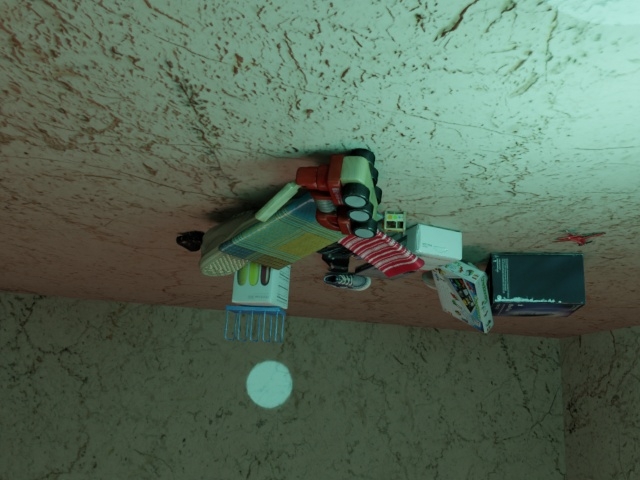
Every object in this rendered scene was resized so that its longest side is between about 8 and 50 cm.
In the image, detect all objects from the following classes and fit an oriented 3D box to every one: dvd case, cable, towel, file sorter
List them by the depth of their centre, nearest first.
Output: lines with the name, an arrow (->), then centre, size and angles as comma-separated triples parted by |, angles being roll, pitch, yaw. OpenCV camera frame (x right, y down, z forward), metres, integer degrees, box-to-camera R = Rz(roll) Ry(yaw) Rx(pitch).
towel -> -0.051, -0.030, 1.566 | 0.370, 0.040, 0.271 | -27, 152, 25
towel -> 0.155, 0.020, 1.751 | 0.275, 0.031, 0.199 | 33, 156, -17
file sorter -> -0.205, 0.266, 1.852 | 0.170, 0.105, 0.118 | 1, 168, 7
cable -> 0.067, 0.019, 1.945 | 0.184, 0.047, 0.150 | -3, 158, 32
dvd case -> 0.260, 0.109, 2.243 | 0.179, 0.030, 0.238 | 9, 164, -20

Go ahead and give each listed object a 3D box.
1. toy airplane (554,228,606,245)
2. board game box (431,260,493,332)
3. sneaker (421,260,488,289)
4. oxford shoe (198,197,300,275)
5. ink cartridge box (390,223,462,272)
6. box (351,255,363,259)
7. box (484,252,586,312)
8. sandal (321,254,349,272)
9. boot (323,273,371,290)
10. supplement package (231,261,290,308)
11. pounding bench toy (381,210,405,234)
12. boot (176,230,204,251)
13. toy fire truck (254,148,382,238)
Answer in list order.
toy airplane -> 0.751, -0.005, 1.719 | 0.151, 0.028, 0.151 | 2, 163, 1
board game box -> 0.487, 0.181, 2.028 | 0.193, 0.053, 0.305 | 28, 154, 39
sneaker -> 0.469, 0.112, 2.133 | 0.262, 0.099, 0.121 | -5, 140, 45
oxford shoe -> -0.198, -0.031, 1.676 | 0.449, 0.130, 0.169 | -29, 148, 37
ink cartridge box -> 0.311, 0.028, 1.818 | 0.158, 0.092, 0.218 | 10, 165, -20
box -> 0.161, 0.042, 2.024 | 0.136, 0.028, 0.081 | -5, 162, 34
box -> 0.737, 0.163, 2.052 | 0.294, 0.183, 0.296 | -1, 164, 11
sandal -> 0.065, 0.094, 2.181 | 0.097, 0.055, 0.254 | 0, 164, 12
boot -> 0.108, 0.168, 2.410 | 0.190, 0.069, 0.086 | -6, 165, 36
supplement package -> -0.180, 0.086, 1.850 | 0.139, 0.244, 0.134 | -3, 164, 19
pounding bench toy -> 0.205, -0.045, 1.650 | 0.065, 0.052, 0.083 | 2, 165, 7
boot -> -0.416, 0.004, 1.989 | 0.099, 0.045, 0.121 | -8, 161, 26
toy fire truck -> 0.000, -0.086, 1.306 | 0.246, 0.159, 0.217 | 4, 154, 15
